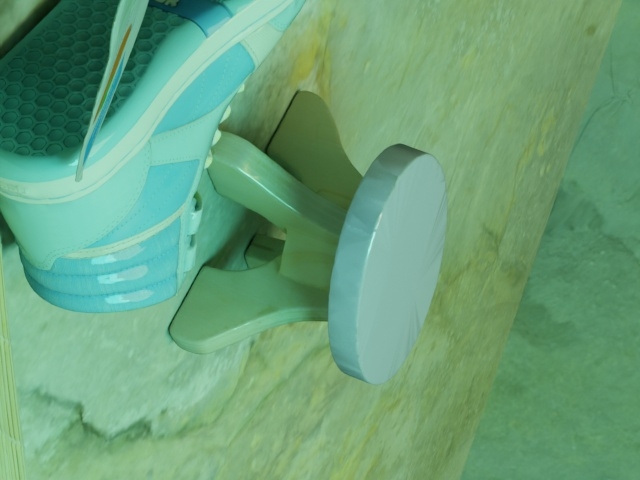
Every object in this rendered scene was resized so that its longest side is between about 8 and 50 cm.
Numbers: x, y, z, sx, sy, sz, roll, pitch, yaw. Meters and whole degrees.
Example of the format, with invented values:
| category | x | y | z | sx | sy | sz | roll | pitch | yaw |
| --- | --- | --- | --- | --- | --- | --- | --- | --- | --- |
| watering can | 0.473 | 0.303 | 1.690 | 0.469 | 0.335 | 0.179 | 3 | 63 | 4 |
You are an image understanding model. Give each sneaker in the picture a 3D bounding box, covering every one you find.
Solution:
| category | x | y | z | sx | sy | sz | roll | pitch | yaw |
| --- | --- | --- | --- | --- | --- | --- | --- | --- | --- |
| sneaker | -0.102 | -0.083 | 1.196 | 0.319 | 0.127 | 0.208 | -45 | 149 | -33 |

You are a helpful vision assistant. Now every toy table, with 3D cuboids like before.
| category | x | y | z | sx | sy | sz | roll | pitch | yaw |
| --- | --- | --- | --- | --- | --- | --- | --- | --- | --- |
| toy table | 0.000 | 0.000 | 1.506 | 0.252 | 0.161 | 0.274 | -59 | 159 | -32 |

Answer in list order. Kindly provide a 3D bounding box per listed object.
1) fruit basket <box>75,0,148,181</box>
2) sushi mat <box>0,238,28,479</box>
| category | x | y | z | sx | sy | sz | roll | pitch | yaw |
| --- | --- | --- | --- | --- | --- | --- | --- | --- | --- |
| fruit basket | -0.046 | -0.221 | 0.917 | 0.353 | 0.165 | 0.327 | 110 | -3 | -70 |
| sushi mat | -0.192 | 0.100 | 1.014 | 0.151 | 0.019 | 0.316 | 65 | 13 | -67 |
